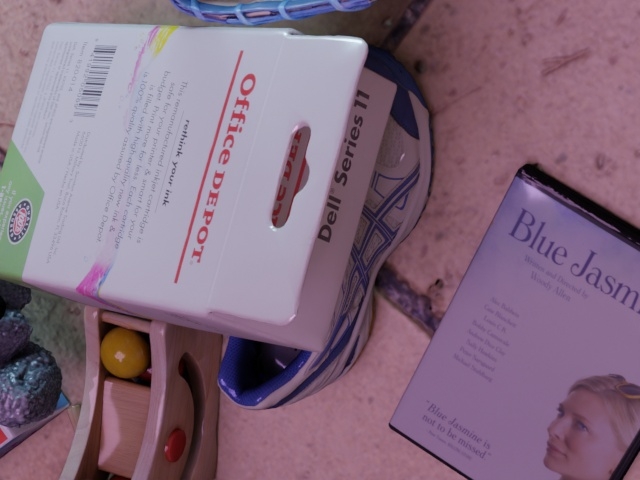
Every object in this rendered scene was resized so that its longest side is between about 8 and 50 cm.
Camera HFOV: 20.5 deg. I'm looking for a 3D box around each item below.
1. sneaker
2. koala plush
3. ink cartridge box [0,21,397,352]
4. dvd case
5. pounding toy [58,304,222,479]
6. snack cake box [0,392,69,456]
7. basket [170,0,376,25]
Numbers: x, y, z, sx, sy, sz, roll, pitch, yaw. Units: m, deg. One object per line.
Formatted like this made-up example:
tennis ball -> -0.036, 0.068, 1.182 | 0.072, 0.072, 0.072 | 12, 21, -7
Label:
sneaker -> 0.000, 0.000, 1.339 | 0.112, 0.131, 0.296 | 21, 114, 22
koala plush -> -0.317, 0.053, 1.398 | 0.203, 0.221, 0.196 | 5, 91, 5
ink cartridge box -> -0.079, -0.041, 1.267 | 0.353, 0.119, 0.207 | 9, 80, 46
dvd case -> 0.175, 0.091, 1.339 | 0.180, 0.022, 0.253 | 33, 118, 15
pounding toy -> -0.184, 0.170, 1.477 | 0.155, 0.154, 0.269 | 13, 111, 24
snack cake box -> -0.372, 0.162, 1.612 | 0.264, 0.089, 0.152 | -36, 86, 32
basket -> -0.035, -0.245, 1.180 | 0.254, 0.289, 0.201 | -5, 104, 28
